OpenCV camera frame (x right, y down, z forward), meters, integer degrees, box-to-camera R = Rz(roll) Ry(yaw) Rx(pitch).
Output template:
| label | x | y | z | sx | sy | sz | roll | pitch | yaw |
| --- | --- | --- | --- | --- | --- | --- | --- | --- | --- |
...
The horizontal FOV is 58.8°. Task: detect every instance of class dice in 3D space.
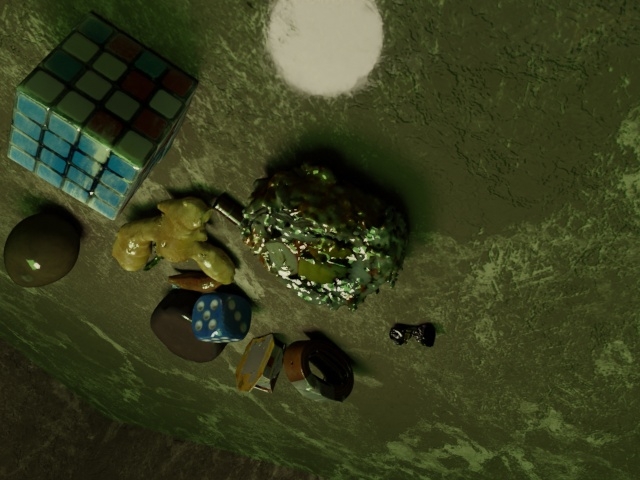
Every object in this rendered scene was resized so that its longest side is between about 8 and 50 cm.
| label | x | y | z | sx | sy | sz | roll | pitch | yaw |
| --- | --- | --- | --- | --- | --- | --- | --- | --- | --- |
| dice | -0.313 | 0.247 | 1.806 | 0.143 | 0.146 | 0.146 | -10 | 159 | 34 |

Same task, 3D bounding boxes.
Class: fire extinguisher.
| label | x | y | z | sx | sy | sz | roll | pitch | yaw |
| --- | --- | --- | --- | --- | --- | --- | --- | --- | --- |
| fire extinguisher | -0.206 | -0.052 | 1.458 | 0.157 | 0.045 | 0.078 | 38 | 153 | -21 |

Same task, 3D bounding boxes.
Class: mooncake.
| label | x | y | z | sx | sy | sz | roll | pitch | yaw |
| --- | --- | --- | --- | --- | --- | --- | --- | --- | --- |
| mooncake | -0.445 | 0.294 | 1.977 | 0.282 | 0.141 | 0.283 | 15 | 136 | 15 |

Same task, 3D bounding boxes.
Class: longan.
| label | x | y | z | sx | sy | sz | roll | pitch | yaw |
| --- | --- | --- | --- | --- | --- | --- | --- | --- | --- |
| longan | -0.882 | 0.035 | 1.791 | 0.248 | 0.248 | 0.248 | 16 | 145 | 11 |

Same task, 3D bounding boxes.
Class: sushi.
| label | x | y | z | sx | sy | sz | roll | pitch | yaw |
| --- | --- | --- | --- | --- | --- | --- | --- | --- | --- |
| sushi | 0.003 | 0.003 | 1.289 | 0.417 | 0.176 | 0.418 | 16 | 145 | 11 |

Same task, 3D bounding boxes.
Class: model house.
| label | x | y | z | sx | sy | sz | roll | pitch | yaw |
| --- | --- | --- | --- | --- | --- | --- | --- | --- | --- |
| model house | -0.187 | 0.456 | 1.982 | 0.135 | 0.219 | 0.207 | 35 | 145 | -26 |

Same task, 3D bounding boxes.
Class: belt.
| label | x | y | z | sx | sy | sz | roll | pitch | yaw |
| --- | --- | --- | --- | --- | --- | --- | --- | --- | --- |
| belt | -0.003 | 0.428 | 1.857 | 0.105 | 0.184 | 0.261 | -14 | 131 | 41 |

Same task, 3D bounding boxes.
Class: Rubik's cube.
| label | x | y | z | sx | sy | sz | roll | pitch | yaw |
| --- | --- | --- | --- | --- | --- | --- | --- | --- | --- |
| Rubik's cube | -0.440 | -0.243 | 1.155 | 0.256 | 0.253 | 0.259 | 33 | 143 | -14 |

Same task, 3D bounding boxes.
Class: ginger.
| label | x | y | z | sx | sy | sz | roll | pitch | yaw |
| --- | --- | --- | --- | --- | --- | --- | --- | --- | --- |
| ginger | -0.419 | -0.020 | 1.565 | 0.362 | 0.122 | 0.348 | 15 | 139 | 8 |

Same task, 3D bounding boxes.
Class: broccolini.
| label | x | y | z | sx | sy | sz | roll | pitch | yaw |
| --- | --- | --- | --- | --- | --- | --- | --- | --- | --- |
| broccolini | -0.517 | 0.060 | 1.784 | 0.254 | 0.057 | 0.071 | -34 | 72 | 48 |

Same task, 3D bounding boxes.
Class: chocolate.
| label | x | y | z | sx | sy | sz | roll | pitch | yaw |
| --- | --- | --- | --- | --- | --- | --- | --- | --- | --- |
| chocolate | 0.251 | 0.271 | 1.607 | 0.147 | 0.070 | 0.072 | -14 | 103 | 41 |

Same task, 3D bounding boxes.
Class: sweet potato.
| label | x | y | z | sx | sy | sz | roll | pitch | yaw |
| --- | --- | --- | --- | --- | --- | --- | --- | --- | --- |
| sweet potato | -0.369 | 0.125 | 1.781 | 0.255 | 0.058 | 0.078 | -8 | 115 | 32 |

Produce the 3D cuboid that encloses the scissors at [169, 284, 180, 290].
| label | x | y | z | sx | sy | sz | roll | pitch | yaw |
| --- | --- | --- | --- | --- | --- | --- | --- | --- | --- |
| scissors | -0.506 | 0.162 | 1.954 | 0.036 | 0.006 | 0.083 | 36 | 144 | -14 |
